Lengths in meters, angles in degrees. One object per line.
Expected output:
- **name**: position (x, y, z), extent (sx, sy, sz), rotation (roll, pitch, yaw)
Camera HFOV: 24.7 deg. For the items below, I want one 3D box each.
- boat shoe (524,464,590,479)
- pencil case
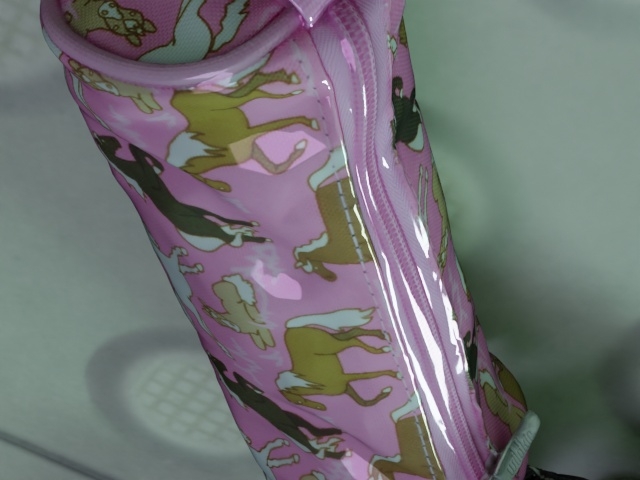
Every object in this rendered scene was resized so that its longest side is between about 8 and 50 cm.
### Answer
- **boat shoe**: position (0.097, 0.174, 0.856), extent (0.092, 0.103, 0.285), rotation (30, 169, -6)
- **pencil case**: position (0.000, 0.000, 0.699), extent (0.167, 0.160, 0.386), rotation (-6, 135, 16)
